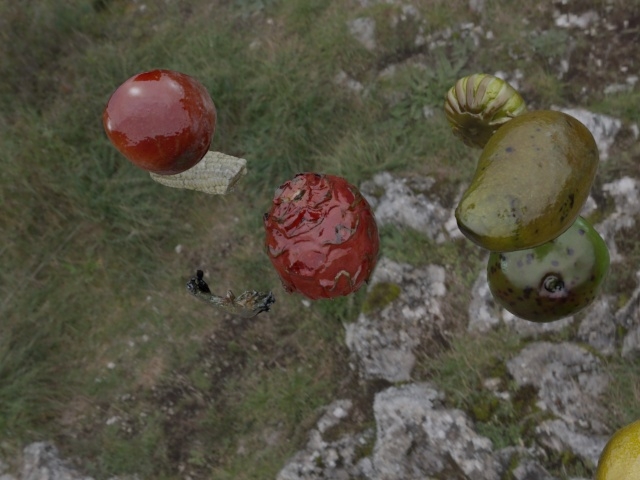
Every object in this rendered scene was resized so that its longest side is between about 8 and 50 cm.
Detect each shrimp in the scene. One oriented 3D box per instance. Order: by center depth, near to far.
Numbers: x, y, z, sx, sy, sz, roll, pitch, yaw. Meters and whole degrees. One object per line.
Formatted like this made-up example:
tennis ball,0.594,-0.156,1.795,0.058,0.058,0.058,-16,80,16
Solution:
shrimp,-0.169,0.099,1.557,0.219,0.152,0.046,-13,51,58

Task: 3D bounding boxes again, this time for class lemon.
lemon,0.634,0.457,1.631,0.188,0.188,0.256,18,85,30

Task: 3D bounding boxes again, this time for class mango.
mango,0.340,-0.094,1.345,0.176,0.175,0.329,7,35,26

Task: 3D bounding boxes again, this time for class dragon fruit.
dragon fruit,0.002,-0.008,1.601,0.241,0.241,0.252,-37,86,-1

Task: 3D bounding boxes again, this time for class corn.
corn,-0.217,-0.124,1.499,0.211,0.087,0.087,16,69,29

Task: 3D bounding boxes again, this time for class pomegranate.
pomegranate,0.436,0.053,1.638,0.231,0.286,0.231,-1,83,11

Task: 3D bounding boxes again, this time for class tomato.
tomato,-0.195,-0.137,1.073,0.139,0.159,0.091,-35,58,9

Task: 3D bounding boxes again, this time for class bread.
bread,0.376,-0.291,1.948,0.213,0.213,0.105,26,61,32
